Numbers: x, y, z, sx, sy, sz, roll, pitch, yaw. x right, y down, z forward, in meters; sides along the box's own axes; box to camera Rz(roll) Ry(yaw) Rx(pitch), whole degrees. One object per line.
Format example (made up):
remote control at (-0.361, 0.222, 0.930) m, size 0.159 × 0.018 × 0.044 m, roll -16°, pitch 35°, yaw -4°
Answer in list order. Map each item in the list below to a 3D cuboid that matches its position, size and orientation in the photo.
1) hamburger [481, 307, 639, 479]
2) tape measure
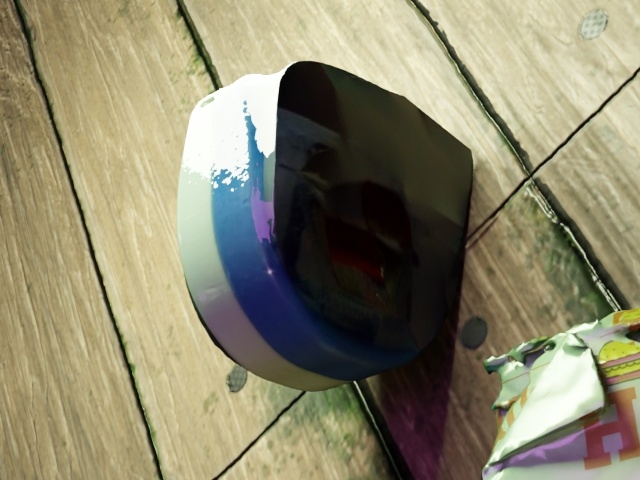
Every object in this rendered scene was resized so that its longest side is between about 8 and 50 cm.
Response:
hamburger at (0.216, 0.143, 1.052) m, size 0.235 × 0.125 × 0.214 m, roll 10°, pitch 71°, yaw 45°
tape measure at (-0.001, -0.002, 1.268) m, size 0.138 × 0.259 × 0.262 m, roll -14°, pitch 64°, yaw 43°
